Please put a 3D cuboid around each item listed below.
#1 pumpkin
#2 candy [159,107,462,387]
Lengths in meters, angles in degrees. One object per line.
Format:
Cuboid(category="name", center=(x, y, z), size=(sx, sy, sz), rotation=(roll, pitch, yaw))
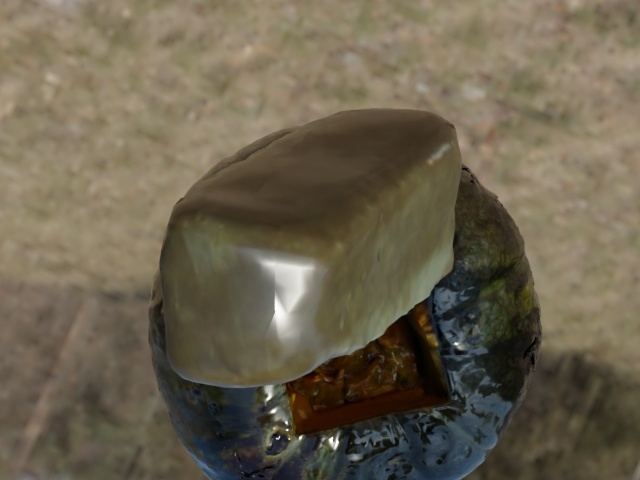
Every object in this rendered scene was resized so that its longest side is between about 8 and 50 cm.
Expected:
Cuboid(category="pumpkin", center=(0.018, 0.059, 1.527), size=(0.320, 0.320, 0.192), rotation=(24, -177, -7))
Cuboid(category="candy", center=(0.000, 0.000, 1.087), size=(0.102, 0.104, 0.234), rotation=(13, -155, 22))
